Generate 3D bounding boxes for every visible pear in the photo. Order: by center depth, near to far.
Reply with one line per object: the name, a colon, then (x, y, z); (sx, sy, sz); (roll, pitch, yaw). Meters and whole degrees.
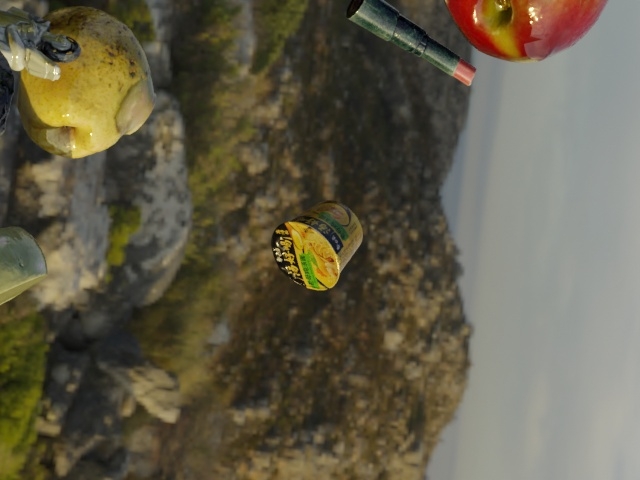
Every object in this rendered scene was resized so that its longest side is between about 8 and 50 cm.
pear: (-0.440, -0.285, 1.989); (0.271, 0.271, 0.271); (7, 90, -82)

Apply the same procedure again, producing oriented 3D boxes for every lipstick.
lipstick: (0.147, -0.304, 1.686); (0.053, 0.234, 0.053); (-46, -153, 31)

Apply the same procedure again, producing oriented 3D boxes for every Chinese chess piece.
Chinese chess piece: (-0.590, 0.070, 1.854); (0.101, 0.250, 0.250); (62, 9, 1)

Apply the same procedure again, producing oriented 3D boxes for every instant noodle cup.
instant noodle cup: (0.000, 0.000, 2.041); (0.122, 0.151, 0.151); (-47, 148, -41)

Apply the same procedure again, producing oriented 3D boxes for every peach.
peach: (0.353, -0.438, 1.766); (0.338, 0.281, 0.281); (-47, 149, -38)

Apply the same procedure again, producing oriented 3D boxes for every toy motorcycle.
toy motorcycle: (-0.500, -0.318, 1.731); (0.151, 0.229, 0.074); (-54, 168, -48)

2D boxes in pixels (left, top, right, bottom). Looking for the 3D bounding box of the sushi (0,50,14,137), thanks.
sushi: (-0.591, -0.251, 1.541); (0.171, 0.350, 0.211); (-4, 132, -56)
